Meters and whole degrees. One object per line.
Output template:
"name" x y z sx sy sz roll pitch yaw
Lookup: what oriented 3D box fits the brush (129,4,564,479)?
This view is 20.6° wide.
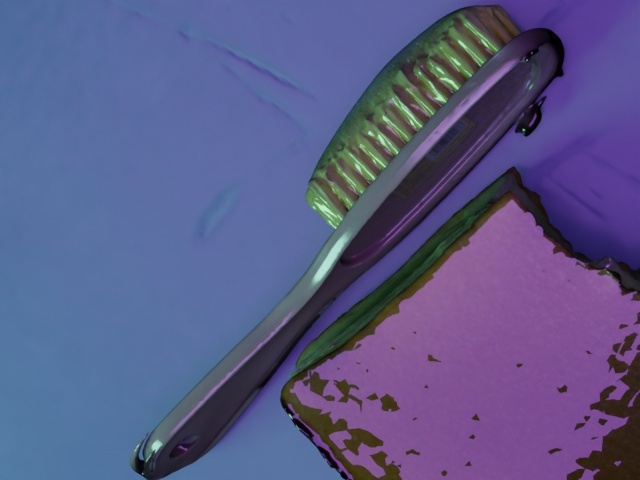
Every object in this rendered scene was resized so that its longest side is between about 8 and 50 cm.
"brush" 0.000 -0.001 0.897 0.313 0.072 0.067 -49 64 13

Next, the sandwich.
"sandwich" 0.118 0.090 0.855 0.186 0.108 0.220 -41 92 9
